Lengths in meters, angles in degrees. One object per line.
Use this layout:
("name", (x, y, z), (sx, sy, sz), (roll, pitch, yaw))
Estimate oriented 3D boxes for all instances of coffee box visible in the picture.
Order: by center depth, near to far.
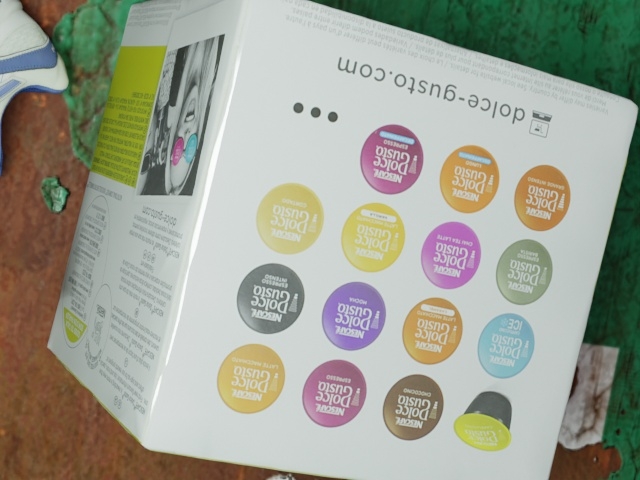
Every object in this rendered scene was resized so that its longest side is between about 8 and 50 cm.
("coffee box", (0.000, 0.000, 1.168), (0.338, 0.338, 0.334), (13, 92, -24))

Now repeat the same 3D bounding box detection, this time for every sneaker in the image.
("sneaker", (-0.326, -0.072, 1.143), (0.131, 0.112, 0.296), (44, 80, -22))
